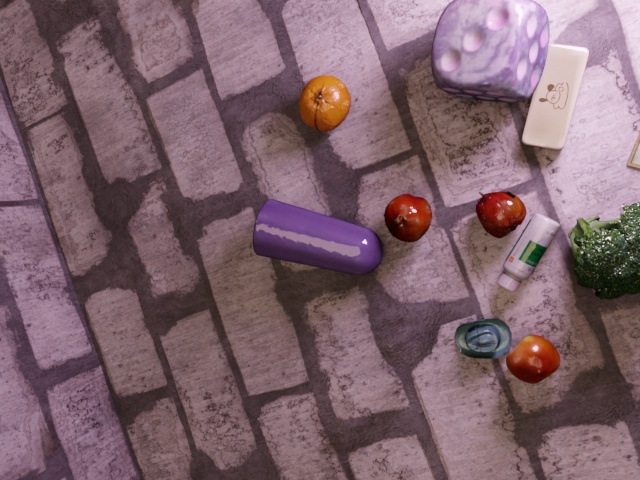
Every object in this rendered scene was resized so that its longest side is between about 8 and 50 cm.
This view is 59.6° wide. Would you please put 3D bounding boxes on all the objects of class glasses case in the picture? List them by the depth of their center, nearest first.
[{"bbox_3d":[0.729,-0.444,1.742,0.131,0.070,0.313,15,100,18],"label":"glasses case"}]

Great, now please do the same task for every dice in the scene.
[{"bbox_3d":[0.508,-0.569,1.676,0.270,0.270,0.271,17,102,36],"label":"dice"}]

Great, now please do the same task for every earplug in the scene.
[{"bbox_3d":[0.000,0.000,1.994,0.456,0.215,0.215,14,100,15],"label":"earplug"}]

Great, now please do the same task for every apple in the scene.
[{"bbox_3d":[0.686,0.386,1.800,0.139,0.163,0.163,44,108,19],"label":"apple"}]

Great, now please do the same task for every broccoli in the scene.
[{"bbox_3d":[0.873,0.024,1.653,0.308,0.308,0.275,-48,41,18],"label":"broccoli"}]

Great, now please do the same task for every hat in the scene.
[{"bbox_3d":[0.547,0.337,1.887,0.191,0.078,0.138,-12,93,21],"label":"hat"}]

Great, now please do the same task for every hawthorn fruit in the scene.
[{"bbox_3d":[0.573,-0.099,1.805,0.148,0.148,0.172,-46,61,18],"label":"hawthorn fruit"},{"bbox_3d":[0.294,-0.073,1.880,0.169,0.188,0.169,4,104,17],"label":"hawthorn fruit"}]

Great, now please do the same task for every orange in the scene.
[{"bbox_3d":[0.012,-0.481,1.956,0.193,0.161,0.193,3,97,25],"label":"orange"}]

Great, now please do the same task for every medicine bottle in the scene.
[{"bbox_3d":[0.666,0.040,1.804,0.095,0.095,0.260,32,106,14],"label":"medicine bottle"}]

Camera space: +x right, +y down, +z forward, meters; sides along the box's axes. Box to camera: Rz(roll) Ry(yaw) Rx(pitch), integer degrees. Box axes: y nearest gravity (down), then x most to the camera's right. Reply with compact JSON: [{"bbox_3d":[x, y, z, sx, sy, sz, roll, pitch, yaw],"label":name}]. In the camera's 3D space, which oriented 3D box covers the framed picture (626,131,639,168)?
[{"bbox_3d":[1.030,-0.303,1.679,0.136,0.010,0.201,21,103,16],"label":"framed picture"}]
